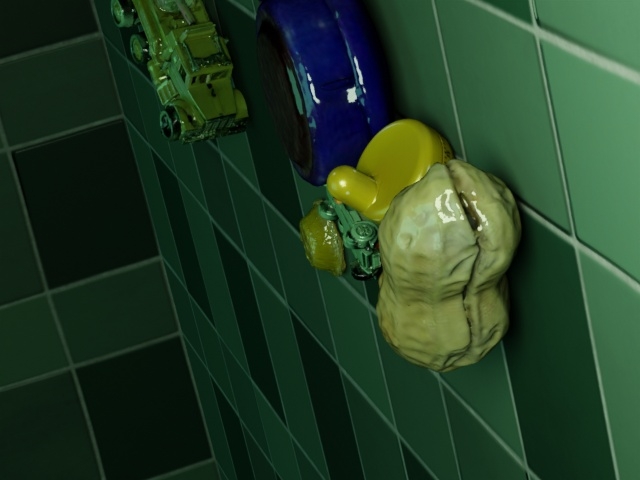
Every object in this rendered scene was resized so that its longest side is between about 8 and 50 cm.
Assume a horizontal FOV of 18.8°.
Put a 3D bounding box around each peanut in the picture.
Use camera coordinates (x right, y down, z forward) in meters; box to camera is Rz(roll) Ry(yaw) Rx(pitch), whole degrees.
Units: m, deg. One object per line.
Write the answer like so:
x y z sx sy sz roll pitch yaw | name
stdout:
0.113 0.029 1.727 0.290 0.130 0.130 88 161 -57 | peanut

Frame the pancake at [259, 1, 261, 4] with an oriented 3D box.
-0.056 -0.303 2.278 0.190 0.020 0.184 -120 18 -45 | pancake

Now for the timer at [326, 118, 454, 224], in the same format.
0.069 -0.064 1.813 0.109 0.107 0.107 27 -161 -35 | timer

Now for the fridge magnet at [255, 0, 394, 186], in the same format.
0.007 -0.161 1.960 0.265 0.112 0.266 164 90 -80 | fridge magnet

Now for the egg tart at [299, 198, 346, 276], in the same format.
0.000 0.000 2.419 0.105 0.039 0.105 163 90 -80 | egg tart

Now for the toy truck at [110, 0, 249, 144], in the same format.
-0.188 -0.268 2.703 0.135 0.128 0.260 -44 63 62 | toy truck

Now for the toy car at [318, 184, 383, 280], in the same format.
0.038 -0.022 2.173 0.073 0.054 0.143 81 167 -45 | toy car
